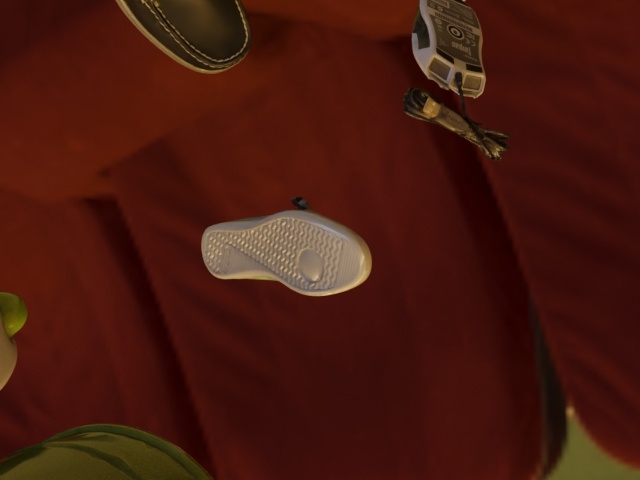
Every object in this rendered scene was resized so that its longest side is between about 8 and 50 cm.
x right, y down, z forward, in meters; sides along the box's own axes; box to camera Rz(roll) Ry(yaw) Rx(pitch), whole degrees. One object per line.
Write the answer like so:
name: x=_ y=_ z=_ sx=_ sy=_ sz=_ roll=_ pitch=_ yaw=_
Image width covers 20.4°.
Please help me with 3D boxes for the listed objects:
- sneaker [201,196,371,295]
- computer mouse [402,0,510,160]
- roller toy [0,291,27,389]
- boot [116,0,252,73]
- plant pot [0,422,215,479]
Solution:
sneaker: x=0.000 y=0.000 z=2.001 sx=0.151 sy=0.094 sz=0.256 roll=-14 pitch=-167 yaw=-40
computer mouse: x=0.118 y=-0.156 z=1.634 sx=0.106 sy=0.193 sz=0.042 roll=21 pitch=131 yaw=-20
roller toy: x=-0.444 y=0.106 z=1.958 sx=0.191 sy=0.209 sz=0.146 roll=-5 pitch=123 yaw=21
boot: x=-0.108 y=-0.223 z=1.289 sx=0.236 sy=0.085 sz=0.178 roll=58 pitch=165 yaw=-16
plant pot: x=-0.296 y=0.363 z=1.586 sx=0.367 sy=0.366 sz=0.353 roll=-14 pitch=173 yaw=33
